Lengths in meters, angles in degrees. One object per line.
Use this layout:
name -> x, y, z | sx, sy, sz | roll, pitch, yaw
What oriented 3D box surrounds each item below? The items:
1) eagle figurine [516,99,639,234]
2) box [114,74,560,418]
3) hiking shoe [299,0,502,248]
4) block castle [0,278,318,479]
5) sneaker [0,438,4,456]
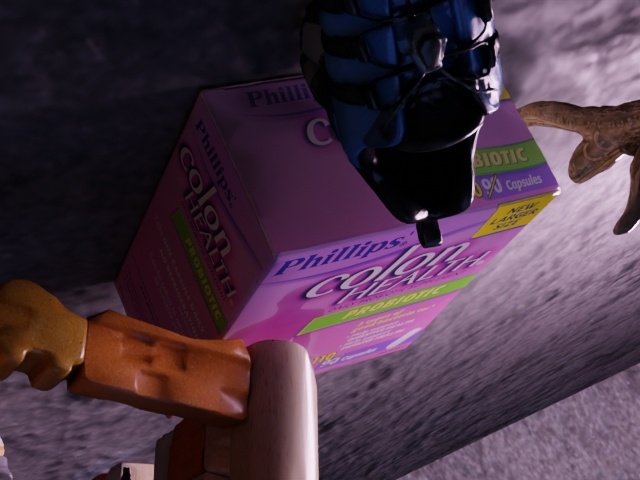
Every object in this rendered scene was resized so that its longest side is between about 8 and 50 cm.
eagle figurine -> 0.334, -0.092, 0.834 | 0.298, 0.226, 0.225 | -3, 130, -35
box -> 0.000, 0.000, 0.760 | 0.213, 0.117, 0.243 | -13, 155, -30
hiking shoe -> 0.048, -0.114, 0.515 | 0.113, 0.132, 0.304 | -23, 157, -3
block castle -> -0.214, 0.215, 0.721 | 0.303, 0.213, 0.453 | 19, 143, -29
sneaker -> -0.316, 0.182, 0.968 | 0.037, 0.032, 0.083 | -22, 159, 33
